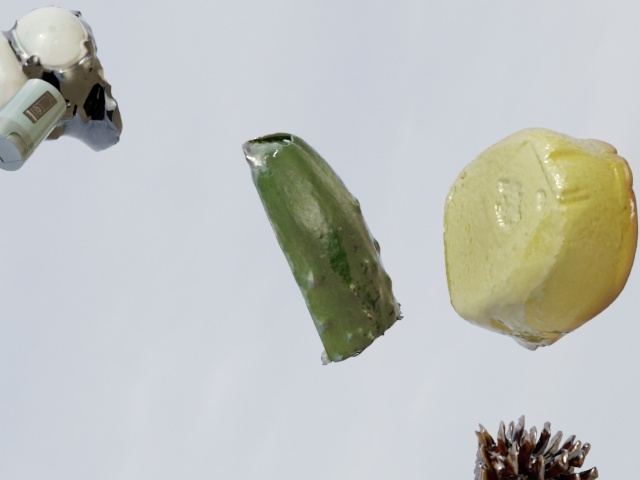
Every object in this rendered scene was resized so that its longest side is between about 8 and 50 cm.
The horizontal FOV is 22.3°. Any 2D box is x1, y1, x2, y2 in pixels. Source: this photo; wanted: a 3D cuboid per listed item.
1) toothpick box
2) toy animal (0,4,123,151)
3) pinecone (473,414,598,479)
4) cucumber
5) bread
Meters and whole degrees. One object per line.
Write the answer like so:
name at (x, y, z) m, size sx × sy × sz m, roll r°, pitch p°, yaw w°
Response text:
toothpick box at (-0.288, -0.112, 1.568) m, size 0.052 × 0.052 × 0.083 m, roll 79°, pitch -148°, yaw -42°
toy animal at (-0.312, -0.155, 1.674) m, size 0.179 × 0.166 × 0.138 m, roll -13°, pitch -47°, yaw -18°
pinecone at (0.302, 0.341, 2.287) m, size 0.208 × 0.207 × 0.208 m, roll 12°, pitch -90°, yaw -67°
cucumber at (0.002, -0.001, 2.212) m, size 0.105 × 0.145 × 0.325 m, roll -134°, pitch 19°, yaw -80°
bread at (0.260, -0.003, 1.943) m, size 0.148 × 0.270 × 0.270 m, roll 14°, pitch -93°, yaw -29°
